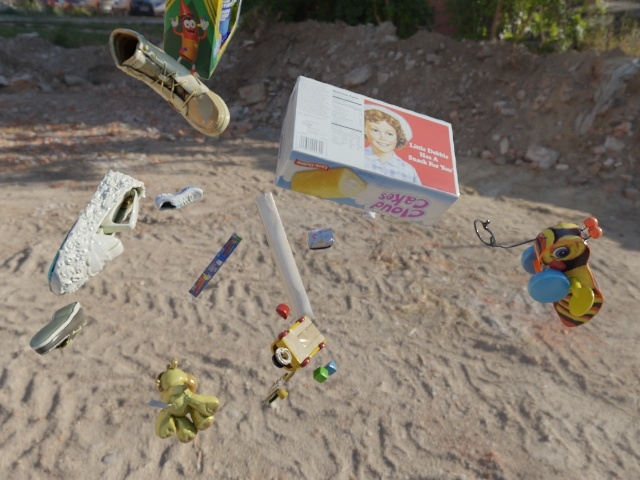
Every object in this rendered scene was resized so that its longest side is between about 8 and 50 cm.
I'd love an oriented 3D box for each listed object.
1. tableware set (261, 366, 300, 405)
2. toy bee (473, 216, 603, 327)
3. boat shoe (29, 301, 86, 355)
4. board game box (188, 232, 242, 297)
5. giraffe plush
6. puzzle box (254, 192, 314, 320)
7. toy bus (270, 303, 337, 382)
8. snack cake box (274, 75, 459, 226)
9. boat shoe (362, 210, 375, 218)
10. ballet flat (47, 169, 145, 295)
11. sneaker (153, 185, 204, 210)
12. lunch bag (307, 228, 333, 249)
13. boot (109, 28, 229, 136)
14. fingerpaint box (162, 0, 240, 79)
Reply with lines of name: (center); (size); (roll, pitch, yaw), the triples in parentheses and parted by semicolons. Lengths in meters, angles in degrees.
tableware set: (-0.090, 0.364, 1.230); (0.024, 0.104, 0.154); (49, 8, 0)
toy bee: (0.438, 0.042, 0.873); (0.298, 0.162, 0.195); (25, 44, -38)
boat shoe: (-0.631, 0.224, 1.198); (0.081, 0.069, 0.228); (-20, 18, -2)
board game box: (-0.336, 0.080, 1.560); (0.035, 0.201, 0.136); (38, 35, -7)
giraffe plush: (-0.405, 0.439, 1.387); (0.181, 0.210, 0.170); (-40, 33, -1)
puzzle box: (-0.124, 0.052, 1.585); (0.052, 0.409, 0.272); (-19, 4, -7)
toy bus: (-0.072, 0.277, 1.242); (0.202, 0.104, 0.191); (30, 30, -34)
snack cake box: (0.072, -0.134, 0.752); (0.264, 0.089, 0.152); (13, 56, -15)
boat shoe: (0.141, -0.080, 1.383); (0.035, 0.035, 0.100); (9, 5, 10)
ballet flat: (-0.574, -0.032, 1.301); (0.147, 0.147, 0.409); (5, 52, 4)
sneaker: (-0.541, -0.150, 1.885); (0.190, 0.071, 0.083); (-18, 36, -12)
lunch bag: (0.000, 0.000, 1.412); (0.071, 0.053, 0.083); (-5, -13, -7)
boot: (-0.330, -0.346, 1.073); (0.262, 0.095, 0.203); (50, 12, 23)
fingerpaint box: (-0.351, -0.798, 1.565); (0.163, 0.371, 0.445); (15, 44, -8)
